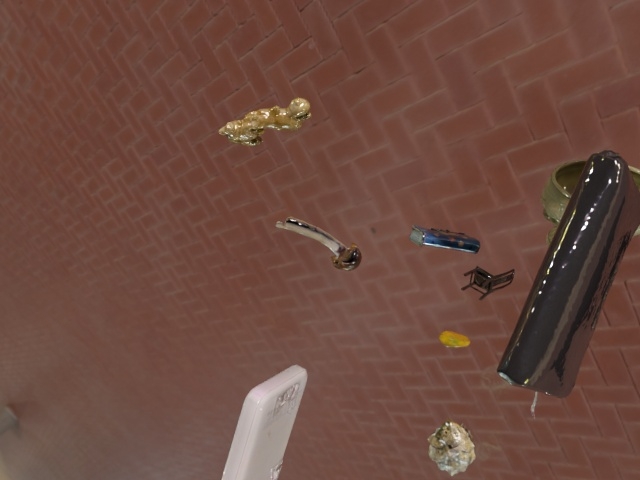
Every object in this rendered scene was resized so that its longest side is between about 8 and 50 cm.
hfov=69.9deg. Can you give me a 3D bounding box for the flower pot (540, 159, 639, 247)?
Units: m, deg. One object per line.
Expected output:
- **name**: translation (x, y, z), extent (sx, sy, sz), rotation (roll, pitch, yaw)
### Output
- **flower pot**: translation (0.808, -0.070, 1.356), extent (0.308, 0.307, 0.243), rotation (16, 132, 27)

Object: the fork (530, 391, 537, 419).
- **fork**: translation (0.570, 0.418, 1.212), extent (0.012, 0.016, 0.115), rotation (4, 97, -13)

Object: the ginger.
- **ginger**: translation (-0.127, -0.251, 1.012), extent (0.193, 0.177, 0.052), rotation (-33, 72, 56)

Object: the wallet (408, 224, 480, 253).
- **wallet**: translation (0.407, -0.005, 1.528), extent (0.203, 0.141, 0.059), rotation (8, 100, -10)

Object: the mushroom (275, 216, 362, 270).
- **mushroom**: translation (0.000, 0.000, 0.925), extent (0.187, 0.061, 0.060), rotation (31, 104, -5)

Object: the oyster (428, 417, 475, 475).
- **oyster**: translation (0.359, 0.577, 1.247), extent (0.133, 0.072, 0.208), rotation (30, 125, 13)

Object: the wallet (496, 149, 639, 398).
- **wallet**: translation (0.268, 0.042, 0.471), extent (0.149, 0.249, 0.044), rotation (28, 176, -42)

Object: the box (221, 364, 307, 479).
- **box**: translation (-0.094, 0.327, 0.669), extent (0.044, 0.142, 0.284), rotation (21, 100, 22)

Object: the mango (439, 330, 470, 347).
- **mango**: translation (0.507, 0.376, 1.734), extent (0.114, 0.079, 0.056), rotation (6, 89, 19)

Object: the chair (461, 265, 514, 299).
- **chair**: translation (0.674, 0.153, 1.838), extent (0.101, 0.213, 0.084), rotation (33, 133, 44)
